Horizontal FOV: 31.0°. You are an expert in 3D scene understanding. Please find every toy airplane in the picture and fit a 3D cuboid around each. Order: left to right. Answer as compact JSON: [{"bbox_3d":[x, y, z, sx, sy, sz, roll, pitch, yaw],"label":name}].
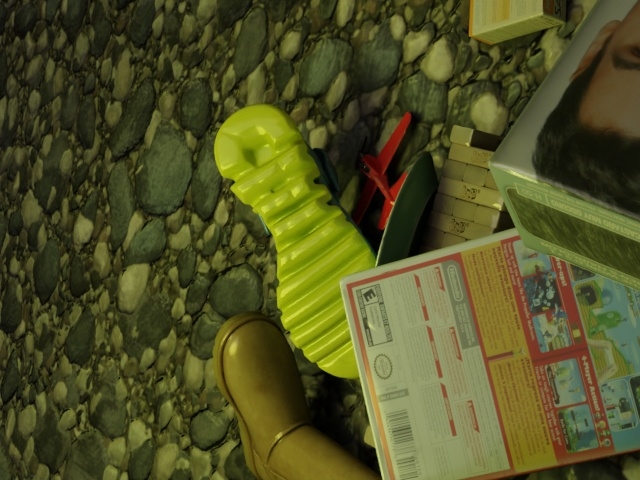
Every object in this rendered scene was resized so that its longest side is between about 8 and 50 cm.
[{"bbox_3d":[0.067,-0.063,1.258,0.151,0.028,0.151,-32,51,51],"label":"toy airplane"}]

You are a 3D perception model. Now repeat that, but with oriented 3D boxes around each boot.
[{"bbox_3d":[0.004,0.216,1.183,0.269,0.089,0.236,31,143,52],"label":"boot"}]

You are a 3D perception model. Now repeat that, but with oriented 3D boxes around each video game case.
[{"bbox_3d":[0.168,0.093,0.978,0.285,0.025,0.204,-17,78,21],"label":"video game case"}]

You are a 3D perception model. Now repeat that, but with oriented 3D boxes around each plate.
[{"bbox_3d":[0.089,0.006,1.131,0.024,0.188,0.188,17,96,14],"label":"plate"}]

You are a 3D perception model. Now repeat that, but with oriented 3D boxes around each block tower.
[{"bbox_3d":[0.141,0.066,1.093,0.097,0.091,0.335,20,97,51],"label":"block tower"}]

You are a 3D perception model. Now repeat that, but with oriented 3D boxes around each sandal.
[{"bbox_3d":[0.000,0.000,1.269,0.126,0.138,0.317,-24,79,15],"label":"sandal"}]

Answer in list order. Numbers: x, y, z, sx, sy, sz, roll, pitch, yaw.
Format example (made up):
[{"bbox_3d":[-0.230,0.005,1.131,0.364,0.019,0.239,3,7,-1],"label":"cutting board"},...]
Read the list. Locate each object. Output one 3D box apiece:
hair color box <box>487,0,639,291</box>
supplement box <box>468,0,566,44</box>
[{"bbox_3d":[0.296,-0.137,0.770,0.185,0.113,0.374,25,73,35],"label":"hair color box"},{"bbox_3d":[0.195,-0.237,1.142,0.098,0.036,0.062,-7,76,51],"label":"supplement box"}]
